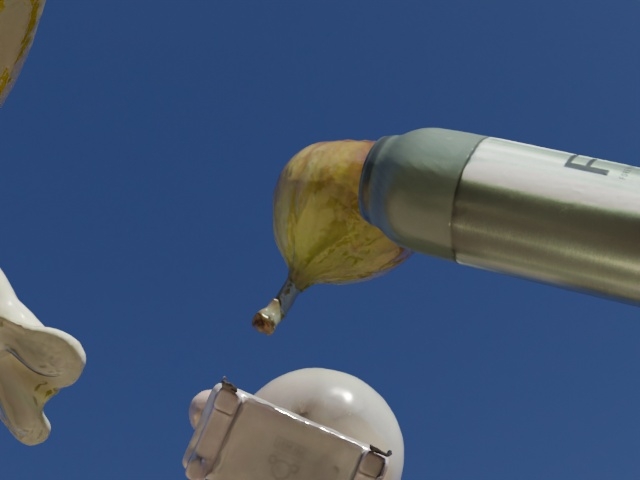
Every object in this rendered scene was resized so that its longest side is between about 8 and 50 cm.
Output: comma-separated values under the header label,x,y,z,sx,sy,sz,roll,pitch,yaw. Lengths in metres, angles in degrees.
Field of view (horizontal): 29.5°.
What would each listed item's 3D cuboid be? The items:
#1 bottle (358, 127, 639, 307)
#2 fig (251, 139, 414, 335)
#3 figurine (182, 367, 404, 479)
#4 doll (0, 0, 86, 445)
label,x,y,z,sx,sy,sz,roll,pitch,yaw
bottle,0.148,-0.010,0.711,0.254,0.096,0.079,13,-87,25
fig,0.001,-0.017,1.156,0.231,0.160,0.143,-23,-69,-41
figurine,-0.014,0.159,0.916,0.182,0.257,0.144,4,-87,6
doll,-0.265,-0.068,0.539,0.423,0.161,0.348,8,-58,19
